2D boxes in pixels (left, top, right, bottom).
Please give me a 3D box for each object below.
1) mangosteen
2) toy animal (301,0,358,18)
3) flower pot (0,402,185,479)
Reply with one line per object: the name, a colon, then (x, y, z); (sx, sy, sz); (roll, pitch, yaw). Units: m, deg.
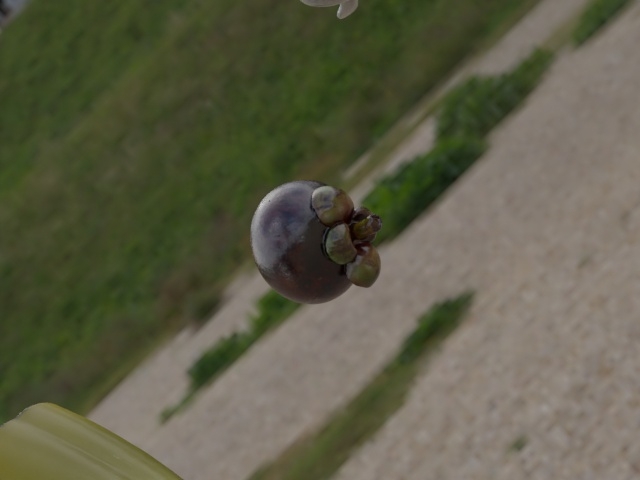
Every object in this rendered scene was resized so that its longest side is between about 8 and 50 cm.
mangosteen: (0.000, 0.000, 2.698); (0.200, 0.200, 0.200); (-44, 5, 4)
toy animal: (0.007, -0.308, 2.161); (0.131, 0.104, 0.221); (-5, -2, -7)
flower pot: (-0.212, 0.267, 1.784); (0.195, 0.179, 0.195); (-39, -43, -49)
